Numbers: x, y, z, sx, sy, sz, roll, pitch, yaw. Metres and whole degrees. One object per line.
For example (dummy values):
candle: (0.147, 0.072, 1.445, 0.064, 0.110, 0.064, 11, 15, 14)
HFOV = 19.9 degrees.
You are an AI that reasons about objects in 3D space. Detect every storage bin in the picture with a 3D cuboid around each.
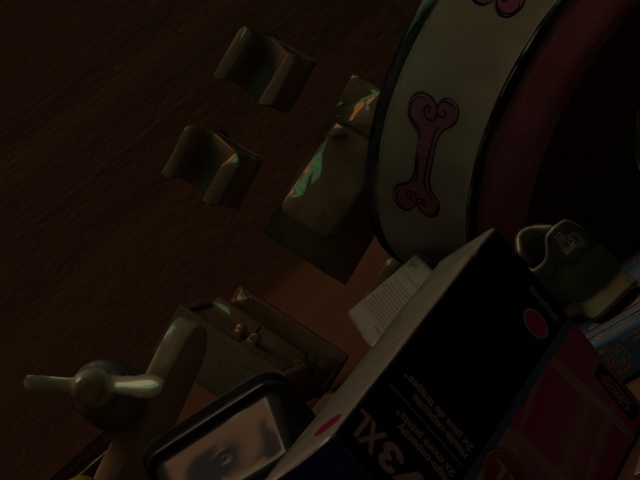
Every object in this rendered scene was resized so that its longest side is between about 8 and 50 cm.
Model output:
storage bin: (-0.059, 0.186, 1.413, 0.135, 0.098, 0.091, -32, 32, 6)

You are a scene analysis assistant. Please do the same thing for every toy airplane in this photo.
toy airplane: (-0.235, 0.295, 1.659, 0.386, 0.272, 0.384, -67, 3, -47)

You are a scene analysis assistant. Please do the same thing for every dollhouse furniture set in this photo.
dollhouse furniture set: (0.000, 0.000, 2.187, 0.394, 0.362, 0.256, -60, -12, 11)

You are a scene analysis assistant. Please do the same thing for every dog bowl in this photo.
dog bowl: (0.227, -0.125, 1.677, 0.408, 0.150, 0.408, -36, -37, -33)

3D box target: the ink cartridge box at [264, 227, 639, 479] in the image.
ink cartridge box: (0.083, 0.148, 1.149, 0.069, 0.176, 0.371, -36, 7, 39)

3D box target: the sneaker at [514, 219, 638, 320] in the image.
sneaker: (0.195, 0.021, 1.509, 0.064, 0.086, 0.192, -42, 3, -11)

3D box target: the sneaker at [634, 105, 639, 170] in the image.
sneaker: (0.341, -0.115, 1.301, 0.185, 0.202, 0.483, -29, 5, -9)

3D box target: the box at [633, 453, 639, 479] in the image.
box: (0.255, 0.079, 1.116, 0.063, 0.067, 0.324, -38, 6, 26)

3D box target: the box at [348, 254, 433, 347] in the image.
box: (0.095, 0.086, 1.620, 0.087, 0.101, 0.102, -40, 19, 2)

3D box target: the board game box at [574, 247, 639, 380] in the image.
board game box: (0.269, 0.045, 1.469, 0.160, 0.039, 0.211, -36, 7, 41)

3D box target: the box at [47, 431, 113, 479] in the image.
box: (-0.201, 0.295, 2.039, 0.167, 0.168, 0.203, -40, 5, -8)

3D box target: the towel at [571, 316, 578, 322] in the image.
towel: (0.184, 0.109, 1.622, 0.110, 0.027, 0.148, -37, 5, 27)

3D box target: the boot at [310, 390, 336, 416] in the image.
boot: (-0.009, 0.218, 2.079, 0.087, 0.042, 0.118, -49, 7, -22)
